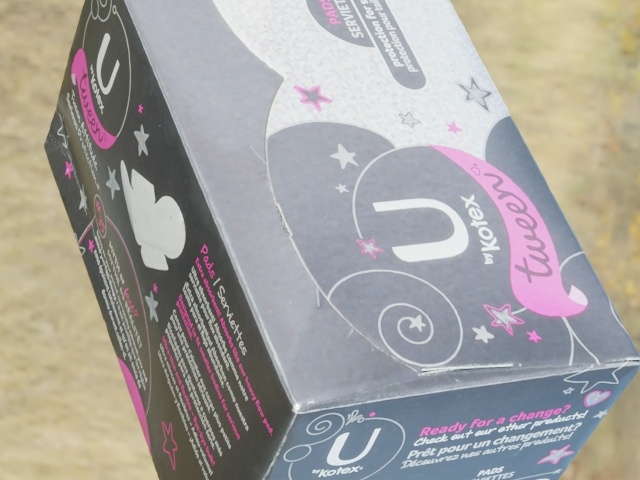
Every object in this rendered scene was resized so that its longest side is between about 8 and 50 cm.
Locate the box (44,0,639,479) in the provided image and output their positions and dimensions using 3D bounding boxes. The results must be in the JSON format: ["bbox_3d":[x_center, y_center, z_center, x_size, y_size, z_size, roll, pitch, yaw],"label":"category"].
[{"bbox_3d":[0.000,0.000,0.830,0.247,0.163,0.142,67,-31,31],"label":"box"}]
